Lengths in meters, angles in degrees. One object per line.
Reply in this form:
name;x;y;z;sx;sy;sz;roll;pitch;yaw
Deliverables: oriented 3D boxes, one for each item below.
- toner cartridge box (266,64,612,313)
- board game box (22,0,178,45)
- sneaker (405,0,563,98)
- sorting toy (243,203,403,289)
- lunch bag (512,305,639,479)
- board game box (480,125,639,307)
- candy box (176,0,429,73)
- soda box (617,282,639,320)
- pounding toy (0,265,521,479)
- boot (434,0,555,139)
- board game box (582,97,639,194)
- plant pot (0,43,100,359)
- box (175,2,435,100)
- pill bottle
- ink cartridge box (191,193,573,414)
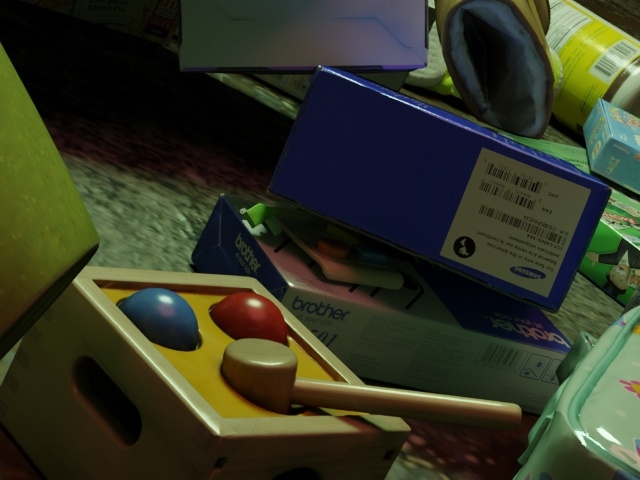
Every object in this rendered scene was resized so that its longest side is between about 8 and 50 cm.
toner cartridge box;0.074;-0.040;0.975;0.165;0.075;0.348;24;7;3
board game box;-0.215;-0.221;1.223;0.193;0.045;0.147;13;24;-38
sneaker;0.113;-0.185;1.567;0.240;0.091;0.126;21;1;-19
sorting toy;0.000;0.000;0.836;0.083;0.012;0.062;10;27;-41
lunch bag;0.196;0.133;0.754;0.224;0.108;0.279;29;17;14
board game box;0.282;-0.009;1.356;0.317;0.046;0.213;7;28;-48
candy box;-0.010;-0.153;1.129;0.164;0.070;0.196;-1;6;1
soda box;0.276;-0.007;0.955;0.091;0.286;0.098;37;19;27
pounding toy;-0.025;0.067;0.625;0.130;0.100;0.141;5;28;-48
boot;0.128;-0.162;1.202;0.236;0.089;0.269;53;18;-37
board game box;0.333;-0.048;1.397;0.211;0.039;0.160;28;18;-2
plant pot;-0.218;-0.051;0.481;0.293;0.275;0.275;43;18;-4
box;-0.017;-0.185;1.313;0.203;0.103;0.114;27;17;-1
pill bottle;0.263;-0.189;1.701;0.215;0.117;0.117;39;21;29
ink cartridge box;0.039;0.037;0.886;0.207;0.046;0.097;15;23;-34
